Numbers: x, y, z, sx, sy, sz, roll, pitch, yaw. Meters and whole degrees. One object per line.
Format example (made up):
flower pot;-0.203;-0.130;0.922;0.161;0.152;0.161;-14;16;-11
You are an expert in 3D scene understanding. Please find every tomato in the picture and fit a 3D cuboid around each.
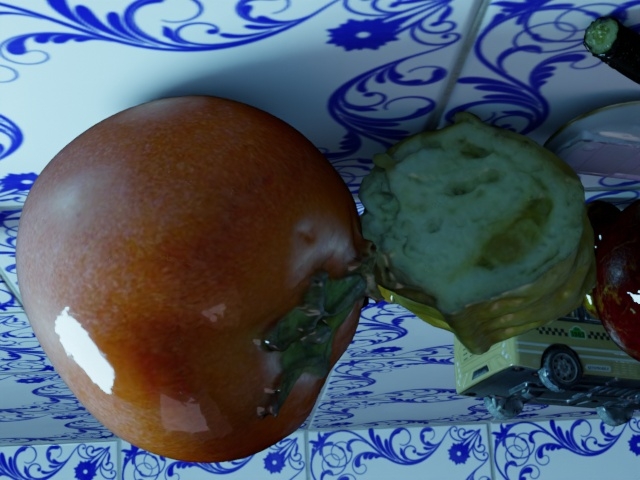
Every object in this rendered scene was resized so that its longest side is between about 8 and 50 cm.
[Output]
tomato;-0.115;0.024;1.078;0.321;0.322;0.321;-3;164;-1

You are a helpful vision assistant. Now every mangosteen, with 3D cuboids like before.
mangosteen;0.392;0.033;1.431;0.257;0.215;0.215;29;-175;36

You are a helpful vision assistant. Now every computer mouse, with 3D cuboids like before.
computer mouse;0.340;-0.093;1.189;0.245;0.056;0.126;7;164;-7

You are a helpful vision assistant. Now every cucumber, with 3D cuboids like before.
cucumber;0.275;-0.149;1.031;0.163;0.043;0.039;12;116;-49

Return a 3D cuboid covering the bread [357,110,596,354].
bread;0.155;-0.002;1.222;0.238;0.196;0.252;-21;164;0

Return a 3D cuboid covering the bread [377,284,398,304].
bread;0.089;0.029;1.646;0.074;0.084;0.139;8;-169;-35

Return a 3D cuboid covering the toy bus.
toy bus;0.384;0.155;1.811;0.365;0.202;0.177;8;154;-25

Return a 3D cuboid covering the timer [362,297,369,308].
timer;0.000;0.000;1.287;0.055;0.144;0.187;-27;164;-4
